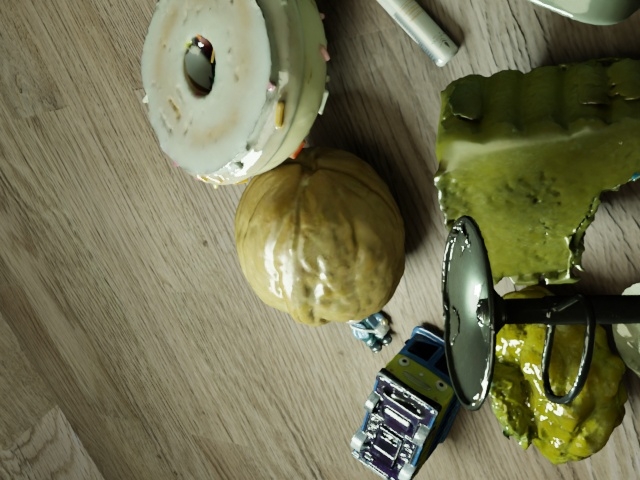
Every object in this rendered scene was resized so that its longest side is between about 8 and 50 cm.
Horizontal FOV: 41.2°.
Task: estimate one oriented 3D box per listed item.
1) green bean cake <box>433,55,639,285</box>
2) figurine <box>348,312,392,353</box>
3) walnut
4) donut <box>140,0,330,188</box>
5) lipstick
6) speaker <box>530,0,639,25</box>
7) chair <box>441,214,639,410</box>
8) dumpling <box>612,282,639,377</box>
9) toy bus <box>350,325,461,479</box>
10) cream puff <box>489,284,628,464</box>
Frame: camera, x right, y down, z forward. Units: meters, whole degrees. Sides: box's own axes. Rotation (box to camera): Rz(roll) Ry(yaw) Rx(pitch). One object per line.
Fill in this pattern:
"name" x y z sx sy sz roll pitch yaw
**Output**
"green bean cake" 0.305 -0.095 1.118 0.285 0.202 0.310 -3 137 14
"figurine" 0.079 0.142 1.623 0.149 0.086 0.087 52 -177 -23
"walnut" 0.000 0.002 1.420 0.252 0.277 0.313 -116 18 -50
"donut" -0.134 -0.269 1.322 0.382 0.142 0.383 3 93 47
"lipstick" 0.137 -0.309 1.208 0.141 0.040 0.040 47 141 0
"speaker" 0.201 -0.413 0.954 0.406 0.183 0.184 31 133 21
"chair" 0.358 0.077 0.989 0.401 0.226 0.226 -2 132 -6
"dumpling" 0.510 0.155 1.178 0.250 0.132 0.162 50 138 -2
"toy bus" 0.170 0.319 1.596 0.138 0.175 0.288 32 138 20
"cream puff" 0.330 0.214 1.301 0.282 0.185 0.282 53 158 32
